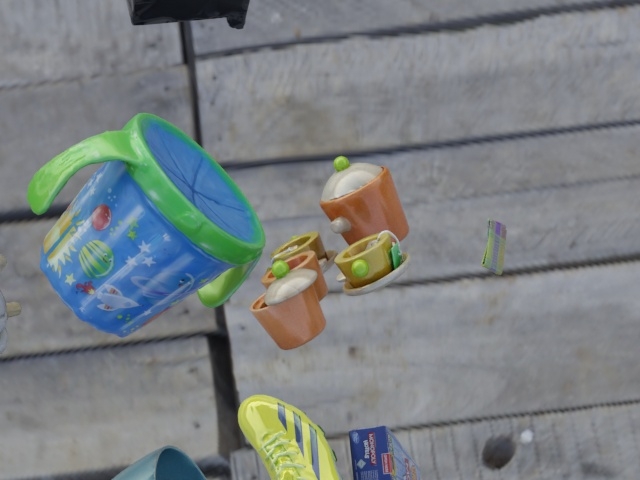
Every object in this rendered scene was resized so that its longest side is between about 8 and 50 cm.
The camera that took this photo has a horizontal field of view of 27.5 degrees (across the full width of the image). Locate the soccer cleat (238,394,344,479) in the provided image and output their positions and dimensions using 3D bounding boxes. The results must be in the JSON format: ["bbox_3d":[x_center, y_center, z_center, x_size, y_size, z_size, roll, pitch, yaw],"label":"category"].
[{"bbox_3d":[-0.028,0.329,1.794,0.093,0.121,0.289,-49,68,26],"label":"soccer cleat"}]

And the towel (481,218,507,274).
[{"bbox_3d":[0.205,0.008,1.540,0.009,0.083,0.060,6,85,21],"label":"towel"}]

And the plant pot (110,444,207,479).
[{"bbox_3d":[-0.232,0.435,1.689,0.195,0.290,0.290,-23,70,8],"label":"plant pot"}]

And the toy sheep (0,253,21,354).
[{"bbox_3d":[-0.251,0.060,0.883,0.091,0.091,0.132,36,102,13],"label":"toy sheep"}]

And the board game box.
[{"bbox_3d":[0.104,0.380,1.917,0.060,0.194,0.194,-10,73,16],"label":"board game box"}]

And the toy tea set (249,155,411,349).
[{"bbox_3d":[0.000,0.000,1.523,0.200,0.336,0.124,-26,103,9],"label":"toy tea set"}]

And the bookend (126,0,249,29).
[{"bbox_3d":[-0.118,-0.198,0.804,0.156,0.157,0.072,-8,65,-15],"label":"bookend"}]

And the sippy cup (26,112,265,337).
[{"bbox_3d":[-0.228,-0.005,1.665,0.224,0.240,0.305,-42,103,13],"label":"sippy cup"}]
